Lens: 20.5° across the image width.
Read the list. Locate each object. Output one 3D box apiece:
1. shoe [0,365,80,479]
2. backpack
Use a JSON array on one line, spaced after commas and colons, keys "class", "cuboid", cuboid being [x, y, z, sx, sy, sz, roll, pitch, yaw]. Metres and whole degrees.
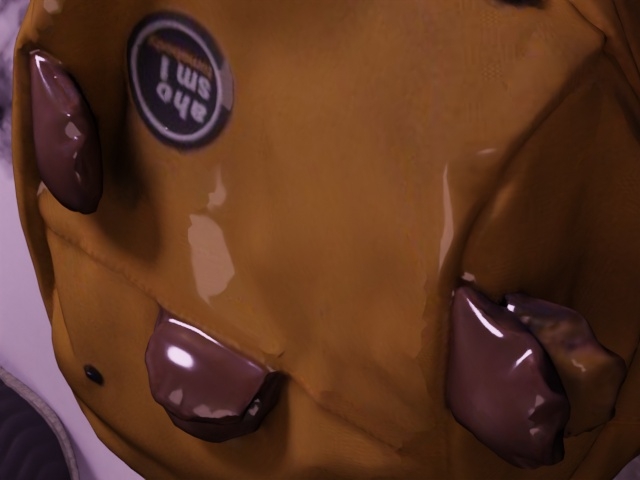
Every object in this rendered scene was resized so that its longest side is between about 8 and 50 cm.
[{"class": "shoe", "cuboid": [-0.251, 0.128, 1.184, 0.227, 0.099, 0.112, 52, 146, 3]}, {"class": "backpack", "cuboid": [0.005, -0.002, 0.771, 0.353, 0.201, 0.378, 27, 132, 30]}]
